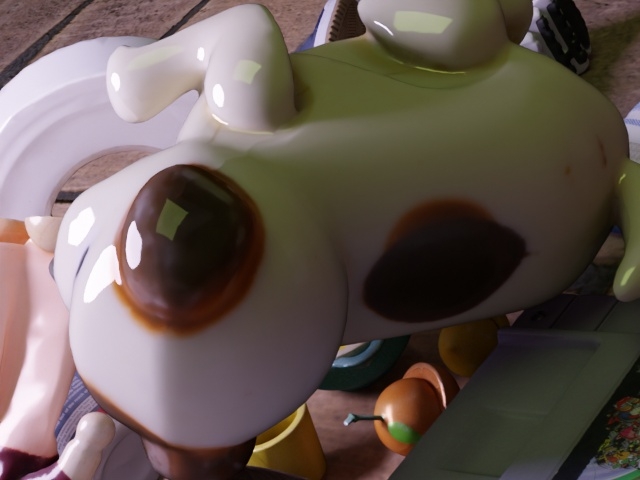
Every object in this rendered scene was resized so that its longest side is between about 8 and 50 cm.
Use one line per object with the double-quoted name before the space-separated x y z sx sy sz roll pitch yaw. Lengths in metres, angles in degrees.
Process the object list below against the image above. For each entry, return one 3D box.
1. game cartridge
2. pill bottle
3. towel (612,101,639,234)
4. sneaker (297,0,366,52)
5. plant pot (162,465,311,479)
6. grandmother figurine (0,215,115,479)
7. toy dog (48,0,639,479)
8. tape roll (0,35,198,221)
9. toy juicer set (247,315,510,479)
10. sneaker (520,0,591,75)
"game cartridge" 0.162 0.146 1.032 0.230 0.068 0.355 -4 29 41
"pill bottle" -0.219 0.140 1.324 0.180 0.108 0.108 29 57 30
"towel" 0.336 -0.099 1.384 0.285 0.034 0.209 -41 29 -24
"sneaker" -0.031 -0.120 1.622 0.153 0.099 0.282 -14 53 31
"plant pot" -0.072 0.231 1.093 0.237 0.110 0.237 -22 28 12
"grandmother figurine" -0.240 0.156 1.213 0.208 0.104 0.342 -3 78 53
"toy dog" 0.000 0.000 1.135 0.408 0.285 0.395 -29 57 -32
"tape roll" -0.170 -0.030 1.410 0.286 0.286 0.100 -27 27 1
"toy juicer set" 0.051 0.060 1.303 0.209 0.089 0.329 -16 28 23
"sneaker" 0.155 -0.140 1.563 0.118 0.110 0.292 -13 21 43
